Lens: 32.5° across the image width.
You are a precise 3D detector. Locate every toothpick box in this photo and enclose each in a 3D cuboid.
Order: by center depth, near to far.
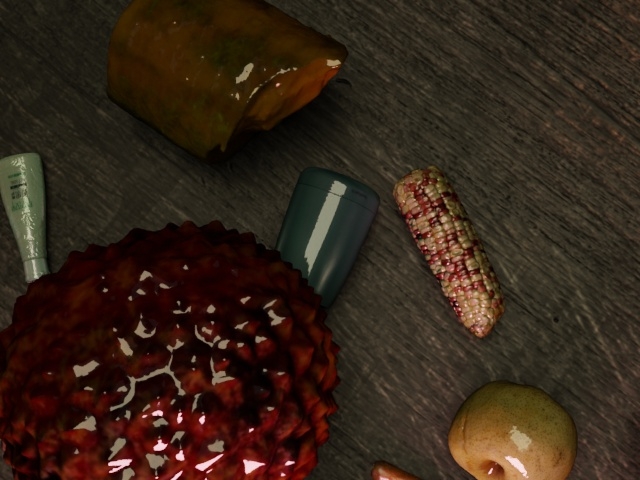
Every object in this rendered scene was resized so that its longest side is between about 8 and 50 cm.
[{"bbox_3d":[0.000,0.000,1.538,0.120,0.120,0.184,20,84,8],"label":"toothpick box"}]

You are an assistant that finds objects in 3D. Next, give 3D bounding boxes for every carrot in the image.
[{"bbox_3d":[0.113,0.330,1.510,0.093,0.032,0.032,21,81,3],"label":"carrot"},{"bbox_3d":[-0.140,-0.235,1.533,0.340,0.241,0.241,31,83,13],"label":"carrot"}]

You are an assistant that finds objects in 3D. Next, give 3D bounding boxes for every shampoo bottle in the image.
[{"bbox_3d":[-0.431,-0.032,1.615,0.069,0.041,0.191,-11,79,-3],"label":"shampoo bottle"}]

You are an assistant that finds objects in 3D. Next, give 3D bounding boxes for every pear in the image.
[{"bbox_3d":[0.257,0.260,1.450,0.167,0.167,0.136,33,67,10],"label":"pear"}]

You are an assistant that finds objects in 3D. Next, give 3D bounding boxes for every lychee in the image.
[{"bbox_3d":[-0.208,0.198,1.372,0.500,0.424,0.424,-36,78,15],"label":"lychee"}]

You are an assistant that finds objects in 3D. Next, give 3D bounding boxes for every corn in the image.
[{"bbox_3d":[0.186,0.014,1.537,0.086,0.086,0.253,-26,79,-1],"label":"corn"}]
